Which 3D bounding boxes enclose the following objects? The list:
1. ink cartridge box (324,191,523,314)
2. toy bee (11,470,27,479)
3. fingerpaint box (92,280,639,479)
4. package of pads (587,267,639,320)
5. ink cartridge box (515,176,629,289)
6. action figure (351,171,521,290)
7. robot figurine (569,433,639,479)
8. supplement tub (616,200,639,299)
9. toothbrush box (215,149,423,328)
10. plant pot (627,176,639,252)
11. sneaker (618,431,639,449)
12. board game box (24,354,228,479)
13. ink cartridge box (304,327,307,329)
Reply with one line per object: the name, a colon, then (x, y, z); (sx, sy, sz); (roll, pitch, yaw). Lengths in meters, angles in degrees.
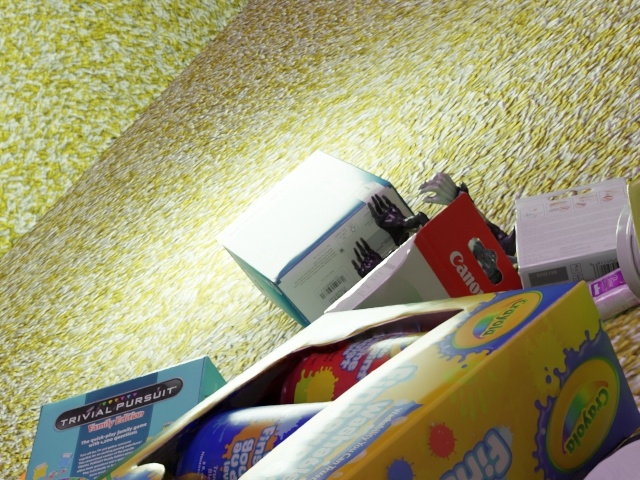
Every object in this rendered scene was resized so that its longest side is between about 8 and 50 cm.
ink cartridge box: (0.139, 0.083, 1.679); (0.225, 0.181, 0.056); (-39, 23, -10)
toy bee: (-0.432, 0.406, 1.969); (0.298, 0.162, 0.195); (-19, 6, -25)
fingerpaint box: (0.008, 0.215, 1.315); (0.445, 0.163, 0.371); (-34, 15, -37)
package of pads: (0.318, 0.066, 1.645); (0.083, 0.032, 0.050); (-28, 27, 21)
ink cartridge box: (0.308, -0.008, 1.747); (0.145, 0.045, 0.179); (-12, 24, 12)
action figure: (0.148, 0.012, 1.845); (0.276, 0.141, 0.164); (8, 66, 52)
robot figurine: (0.294, 0.262, 1.131); (0.278, 0.174, 0.209); (-127, 55, -68)
supplement tub: (0.419, -0.002, 1.483); (0.200, 0.144, 0.144); (-10, 35, 47)
toothbrush box: (0.000, 0.000, 2.111); (0.216, 0.126, 0.295); (-41, 24, -8)
plant pot: (0.416, 0.017, 1.264); (0.228, 0.227, 0.207); (-14, 3, 23)
sneaker: (0.295, 0.208, 1.346); (0.234, 0.078, 0.106); (-45, 26, -13)
board game box: (-0.249, 0.319, 1.798); (0.254, 0.079, 0.336); (-18, 38, 18)
ink cartridge box: (-0.015, 0.207, 1.786); (0.203, 0.086, 0.148); (-49, 26, -25)
